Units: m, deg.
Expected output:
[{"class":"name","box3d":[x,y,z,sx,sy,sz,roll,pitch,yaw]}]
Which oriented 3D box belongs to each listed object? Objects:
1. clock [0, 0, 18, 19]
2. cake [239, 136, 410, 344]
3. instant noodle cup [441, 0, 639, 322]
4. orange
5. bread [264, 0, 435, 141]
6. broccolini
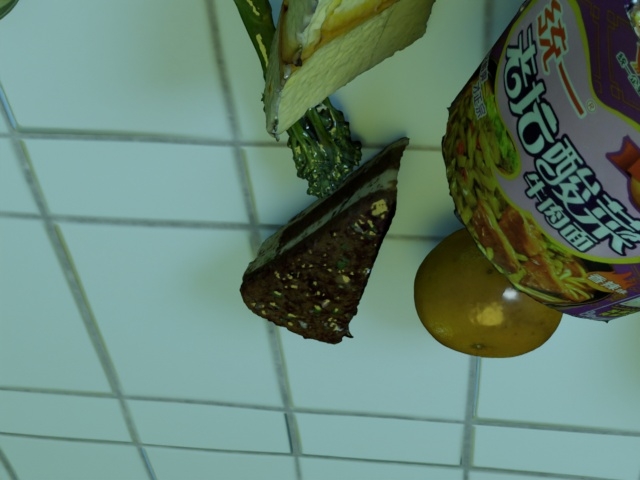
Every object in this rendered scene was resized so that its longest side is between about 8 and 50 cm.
[{"class":"clock","box3d":[-0.365,-0.286,0.892,0.235,0.029,0.235,6,138,5]},{"class":"cake","box3d":[-0.003,-0.008,1.065,0.135,0.112,0.246,15,138,-1]},{"class":"instant noodle cup","box3d":[0.261,-0.095,0.775,0.339,0.340,0.266,26,145,-16]},{"class":"orange","box3d":[0.178,0.051,1.075,0.159,0.136,0.159,11,158,4]},{"class":"bread","box3d":[0.039,-0.178,0.784,0.135,0.178,0.240,16,152,-7]},{"class":"broccolini","box3d":[-0.063,-0.200,0.918,0.074,0.079,0.392,-4,130,31]}]
